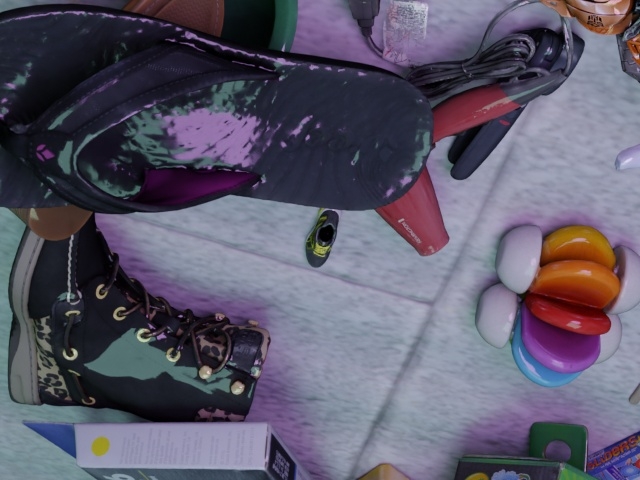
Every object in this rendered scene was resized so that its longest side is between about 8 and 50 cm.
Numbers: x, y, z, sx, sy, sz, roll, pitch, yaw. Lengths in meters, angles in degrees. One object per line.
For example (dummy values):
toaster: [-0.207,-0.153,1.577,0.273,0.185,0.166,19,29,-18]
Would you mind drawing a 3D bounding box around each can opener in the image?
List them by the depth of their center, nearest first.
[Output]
can opener: [0.179,-0.129,0.946,0.073,0.059,0.186,27,124,-13]

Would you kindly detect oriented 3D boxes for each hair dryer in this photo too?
hair dryer: [0.102,-0.106,0.926,0.224,0.080,0.293,21,132,20]

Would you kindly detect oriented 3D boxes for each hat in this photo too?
hat: [-0.055,-0.171,0.959,0.173,0.183,0.208,31,100,31]

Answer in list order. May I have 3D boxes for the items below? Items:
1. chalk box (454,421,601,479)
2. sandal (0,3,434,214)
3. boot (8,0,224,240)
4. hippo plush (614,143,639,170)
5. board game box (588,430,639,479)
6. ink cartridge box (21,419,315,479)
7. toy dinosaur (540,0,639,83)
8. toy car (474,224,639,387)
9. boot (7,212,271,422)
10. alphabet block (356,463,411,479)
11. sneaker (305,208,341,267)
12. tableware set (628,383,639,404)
chalk box: [0.265,0.362,1.156,0.179,0.289,0.180,31,157,-27]
sandal: [-0.105,-0.092,0.783,0.446,0.107,0.167,-1,115,-19]
boot: [-0.227,-0.159,0.909,0.109,0.220,0.283,21,106,-47]
hippo plush: [0.432,-0.099,0.821,0.234,0.294,0.236,1,141,40]
board game box: [0.442,0.328,1.259,0.136,0.035,0.201,-35,115,26]
ink cartridge box: [-0.168,0.301,1.203,0.307,0.072,0.303,-4,150,14]
toy dinosaur: [0.237,-0.227,0.728,0.322,0.164,0.218,8,114,6]
toy car: [0.258,0.080,1.039,0.159,0.136,0.182,12,126,-3]
boot: [-0.196,0.085,1.092,0.284,0.138,0.377,17,129,-4]
alphabet block: [0.084,0.454,1.290,0.192,0.197,0.193,40,120,-20]
sneaker: [0.000,0.000,1.073,0.031,0.035,0.083,13,126,-2]
tableware set: [0.456,0.150,1.127,0.128,0.039,0.194,14,126,-4]
